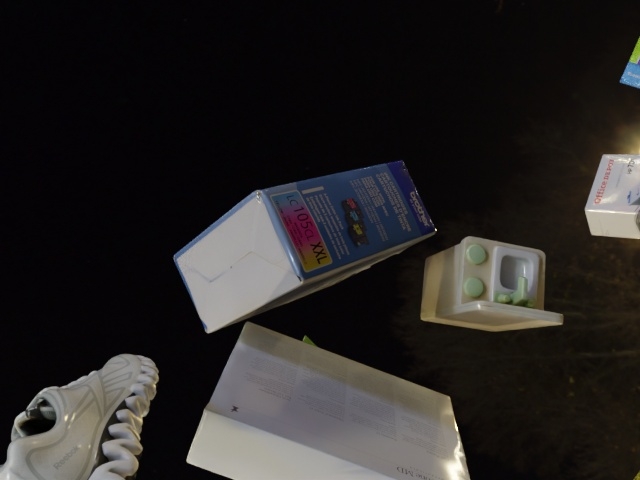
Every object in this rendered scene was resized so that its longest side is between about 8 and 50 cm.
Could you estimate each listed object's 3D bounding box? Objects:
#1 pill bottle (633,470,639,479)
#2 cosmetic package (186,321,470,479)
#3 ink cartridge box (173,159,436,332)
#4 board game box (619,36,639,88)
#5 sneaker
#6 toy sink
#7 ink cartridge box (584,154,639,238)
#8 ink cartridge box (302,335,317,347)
[{"bbox_3d":[0.489,0.448,0.858,0.188,0.188,0.334,10,-69,-41],"label":"pill bottle"},{"bbox_3d":[0.024,0.277,0.925,0.377,0.284,0.097,21,-76,-1],"label":"cosmetic package"},{"bbox_3d":[0.000,0.000,1.034,0.395,0.270,0.151,-15,-101,-45],"label":"ink cartridge box"},{"bbox_3d":[0.607,-0.264,0.780,0.078,0.347,0.233,-33,-38,-51],"label":"board game box"},{"bbox_3d":[-0.247,0.184,0.650,0.118,0.292,0.110,29,-85,-14],"label":"sneaker"},{"bbox_3d":[0.290,0.076,1.061,0.153,0.234,0.131,10,-103,-10],"label":"toy sink"},{"bbox_3d":[0.587,-0.077,1.089,0.082,0.191,0.139,52,-124,-42],"label":"ink cartridge box"},{"bbox_3d":[0.027,0.311,1.260,0.189,0.097,0.255,45,-150,-14],"label":"ink cartridge box"}]
